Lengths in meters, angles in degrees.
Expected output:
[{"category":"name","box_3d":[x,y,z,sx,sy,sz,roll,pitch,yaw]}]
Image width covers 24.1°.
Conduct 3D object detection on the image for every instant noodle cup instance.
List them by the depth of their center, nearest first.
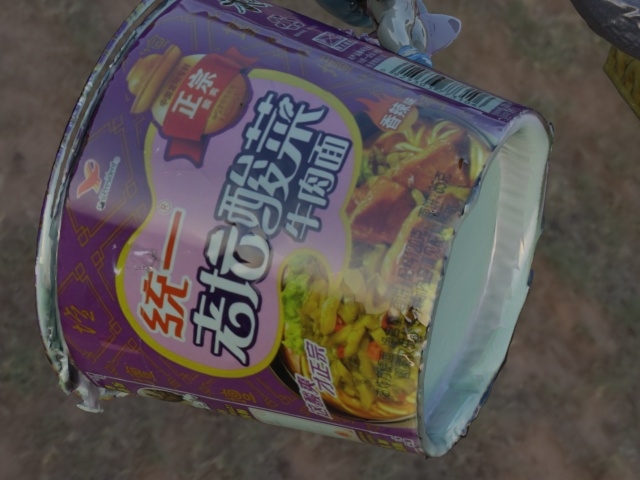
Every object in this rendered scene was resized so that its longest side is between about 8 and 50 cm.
[{"category":"instant noodle cup","box_3d":[0.000,0.000,1.064,0.266,0.340,0.340,18,38,19]}]

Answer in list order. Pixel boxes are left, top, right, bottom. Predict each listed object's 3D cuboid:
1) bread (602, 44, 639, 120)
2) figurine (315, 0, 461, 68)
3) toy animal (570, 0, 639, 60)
[{"category":"bread","box_3d":[0.364,-0.125,1.487,0.087,0.098,0.269,1,36,-16]},{"category":"figurine","box_3d":[0.036,-0.211,1.272,0.205,0.103,0.260,47,18,-41]},{"category":"toy animal","box_3d":[0.278,-0.223,1.281,0.367,0.206,0.081,37,13,-41]}]
